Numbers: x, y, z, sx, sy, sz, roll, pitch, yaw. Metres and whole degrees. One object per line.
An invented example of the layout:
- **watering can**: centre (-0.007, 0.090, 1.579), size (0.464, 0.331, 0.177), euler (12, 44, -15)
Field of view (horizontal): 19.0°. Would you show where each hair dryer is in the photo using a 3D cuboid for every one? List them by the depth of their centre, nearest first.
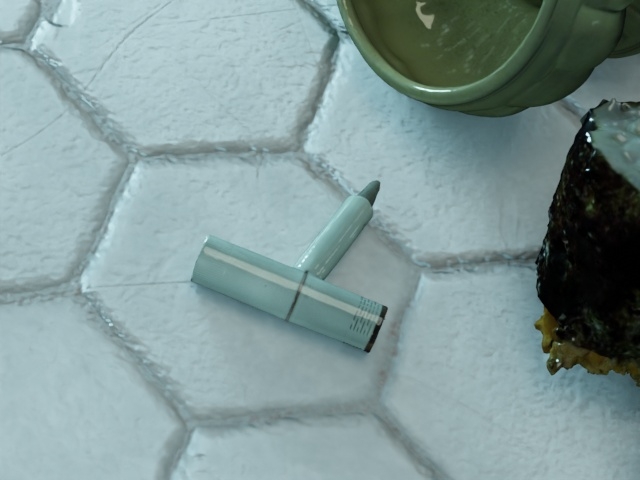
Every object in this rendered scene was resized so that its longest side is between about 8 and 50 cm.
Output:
- **hair dryer**: centre (-0.007, -0.004, 1.542), size (0.155, 0.044, 0.183), euler (23, 45, -2)

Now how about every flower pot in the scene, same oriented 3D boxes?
- **flower pot**: centre (0.180, -0.263, 1.653), size (0.244, 0.307, 0.307), euler (-7, 54, -44)

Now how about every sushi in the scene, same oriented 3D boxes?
- **sushi**: centre (0.327, -0.017, 1.558), size (0.348, 0.207, 0.234), euler (-5, 43, -28)
